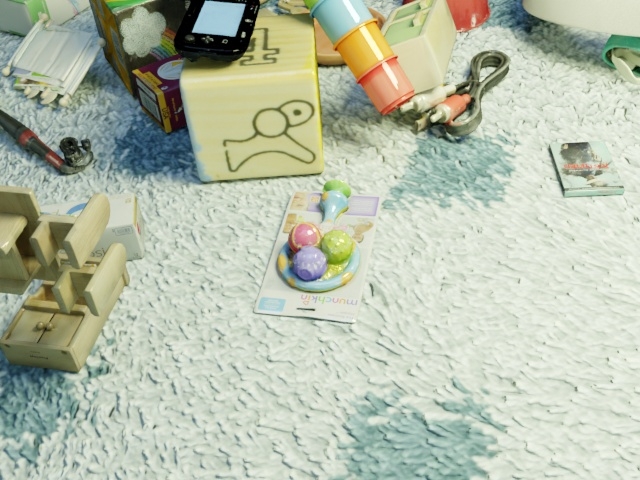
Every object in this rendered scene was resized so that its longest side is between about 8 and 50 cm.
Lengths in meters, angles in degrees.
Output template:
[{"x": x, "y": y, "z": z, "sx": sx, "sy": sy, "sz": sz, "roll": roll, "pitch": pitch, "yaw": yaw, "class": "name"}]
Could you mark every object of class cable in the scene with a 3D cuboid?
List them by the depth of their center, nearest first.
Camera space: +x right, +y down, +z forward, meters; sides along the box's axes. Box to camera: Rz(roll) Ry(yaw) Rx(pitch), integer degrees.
[{"x": 0.246, "y": -0.257, "z": 1.315, "sx": 0.139, "sy": 0.072, "sz": 0.287, "roll": 25, "pitch": 52, "yaw": 39, "class": "cable"}]

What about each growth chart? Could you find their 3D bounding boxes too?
[{"x": -0.503, "y": -0.335, "z": 1.473, "sx": 0.237, "sy": 0.021, "sz": 0.172, "roll": 26, "pitch": 77, "yaw": 35, "class": "growth chart"}]

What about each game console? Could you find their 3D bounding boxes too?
[{"x": -0.130, "y": -0.374, "z": 1.234, "sx": 0.213, "sy": 0.044, "sz": 0.361, "roll": -1, "pitch": 40, "yaw": 6, "class": "game console"}]

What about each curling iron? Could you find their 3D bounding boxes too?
[{"x": -0.482, "y": -0.177, "z": 1.336, "sx": 0.274, "sy": 0.035, "sz": 0.068, "roll": 26, "pitch": 47, "yaw": 28, "class": "curling iron"}]

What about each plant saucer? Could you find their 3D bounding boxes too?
[{"x": 0.031, "y": -0.390, "z": 1.511, "sx": 0.200, "sy": 0.037, "sz": 0.200, "roll": -3, "pitch": 44, "yaw": 3, "class": "plant saucer"}]

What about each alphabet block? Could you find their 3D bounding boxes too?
[{"x": -0.099, "y": -0.223, "z": 1.235, "sx": 0.197, "sy": 0.192, "sz": 0.193, "roll": -4, "pitch": 45, "yaw": 1, "class": "alphabet block"}]

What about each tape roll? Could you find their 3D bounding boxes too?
[{"x": 0.563, "y": -0.447, "z": 1.427, "sx": 0.392, "sy": 0.072, "sz": 0.392, "roll": 1, "pitch": 30, "yaw": 0, "class": "tape roll"}]

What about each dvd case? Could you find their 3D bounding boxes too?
[{"x": 0.397, "y": -0.109, "z": 1.189, "sx": 0.087, "sy": 0.013, "sz": 0.119, "roll": -2, "pitch": 44, "yaw": 4, "class": "dvd case"}]

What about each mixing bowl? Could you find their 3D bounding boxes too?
[{"x": 0.246, "y": -0.493, "z": 1.556, "sx": 0.181, "sy": 0.098, "sz": 0.181, "roll": -2, "pitch": 43, "yaw": 2, "class": "mixing bowl"}]

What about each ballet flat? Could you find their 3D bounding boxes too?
[{"x": 0.572, "y": -0.277, "z": 1.317, "sx": 0.087, "sy": 0.083, "sz": 0.247, "roll": -44, "pitch": 51, "yaw": -4, "class": "ballet flat"}]

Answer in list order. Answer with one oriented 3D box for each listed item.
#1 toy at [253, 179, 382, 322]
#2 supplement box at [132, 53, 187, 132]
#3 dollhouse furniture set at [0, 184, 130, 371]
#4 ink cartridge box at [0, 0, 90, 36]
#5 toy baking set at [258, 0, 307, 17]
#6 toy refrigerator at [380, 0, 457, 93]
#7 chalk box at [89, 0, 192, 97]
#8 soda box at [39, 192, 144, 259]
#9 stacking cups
[{"x": 0.000, "y": 0.000, "z": 1.081, "sx": 0.137, "sy": 0.056, "sz": 0.237, "roll": 4, "pitch": 44, "yaw": 12, "class": "toy"}, {"x": -0.215, "y": -0.274, "z": 1.379, "sx": 0.188, "sy": 0.081, "sz": 0.104, "roll": -28, "pitch": 47, "yaw": -23, "class": "supplement box"}, {"x": -0.336, "y": 0.017, "z": 0.961, "sx": 0.212, "sy": 0.242, "sz": 0.161, "roll": 5, "pitch": 44, "yaw": 11, "class": "dollhouse furniture set"}, {"x": -0.593, "y": -0.525, "z": 1.680, "sx": 0.154, "sy": 0.093, "sz": 0.212, "roll": 18, "pitch": 49, "yaw": 23, "class": "ink cartridge box"}, {"x": -0.115, "y": -0.503, "z": 1.657, "sx": 0.197, "sy": 0.030, "sz": 0.256, "roll": -13, "pitch": 45, "yaw": -14, "class": "toy baking set"}, {"x": 0.159, "y": -0.336, "z": 1.341, "sx": 0.102, "sy": 0.094, "sz": 0.269, "roll": -15, "pitch": 26, "yaw": 24, "class": "toy refrigerator"}, {"x": -0.257, "y": -0.418, "z": 1.469, "sx": 0.289, "sy": 0.180, "sz": 0.179, "roll": -23, "pitch": 46, "yaw": -20, "class": "chalk box"}, {"x": -0.361, "y": -0.006, "z": 1.116, "sx": 0.216, "sy": 0.069, "sz": 0.074, "roll": -9, "pitch": 43, "yaw": -4, "class": "soda box"}, {"x": 0.029, "y": -0.333, "z": 1.190, "sx": 0.096, "sy": 0.096, "sz": 0.316, "roll": -29, "pitch": 88, "yaw": -23, "class": "stacking cups"}]
